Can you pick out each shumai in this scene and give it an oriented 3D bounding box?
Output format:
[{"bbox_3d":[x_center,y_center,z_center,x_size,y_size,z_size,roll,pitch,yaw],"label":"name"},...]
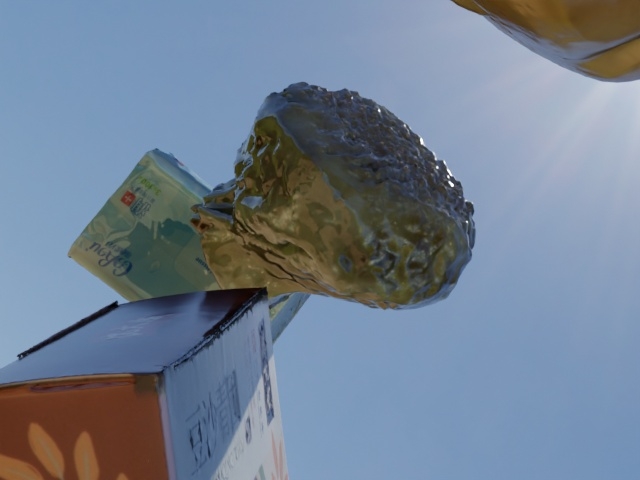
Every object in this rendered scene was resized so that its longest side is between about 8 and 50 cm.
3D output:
[{"bbox_3d":[0.000,0.000,1.192,0.225,0.222,0.261,36,15,-12],"label":"shumai"}]

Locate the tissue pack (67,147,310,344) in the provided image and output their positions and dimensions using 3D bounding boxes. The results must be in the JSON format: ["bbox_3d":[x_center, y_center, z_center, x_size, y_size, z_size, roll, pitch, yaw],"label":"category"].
[{"bbox_3d":[-0.152,0.029,1.689,0.263,0.177,0.089,38,-1,17],"label":"tissue pack"}]

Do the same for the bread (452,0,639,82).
[{"bbox_3d":[0.205,-0.300,0.903,0.348,0.376,0.253,30,20,-49],"label":"bread"}]

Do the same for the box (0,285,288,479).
[{"bbox_3d":[-0.094,0.244,0.886,0.344,0.122,0.385,-39,122,-82],"label":"box"}]
